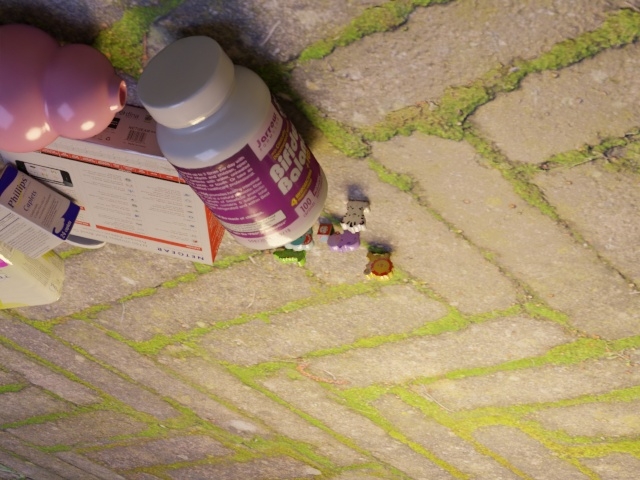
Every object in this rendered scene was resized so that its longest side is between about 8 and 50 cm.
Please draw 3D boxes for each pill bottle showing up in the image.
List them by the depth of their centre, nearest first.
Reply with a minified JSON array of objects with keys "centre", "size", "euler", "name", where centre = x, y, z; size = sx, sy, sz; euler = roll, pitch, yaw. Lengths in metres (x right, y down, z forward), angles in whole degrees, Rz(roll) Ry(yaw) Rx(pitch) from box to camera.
[{"centre":[-0.120,-0.133,1.441],"size":[0.169,0.169,0.301],"euler":[-2,146,28],"name":"pill bottle"}]

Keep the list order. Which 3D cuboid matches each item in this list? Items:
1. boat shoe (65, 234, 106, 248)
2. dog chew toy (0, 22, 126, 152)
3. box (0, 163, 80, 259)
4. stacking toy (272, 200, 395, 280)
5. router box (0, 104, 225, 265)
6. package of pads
[{"centre":[-0.482,-0.036,1.864],"size":[0.229,0.080,0.076],"euler":[18,156,-2],"name":"boat shoe"},{"centre":[-0.434,-0.210,1.448],"size":[0.332,0.206,0.206],"euler":[3,148,5],"name":"dog chew toy"},{"centre":[-0.480,-0.044,1.689],"size":[0.137,0.072,0.126],"euler":[33,147,-26],"name":"box"},{"centre":[0.000,0.000,1.721],"size":[0.221,0.052,0.167],"euler":[4,147,21],"name":"stacking toy"},{"centre":[-0.330,-0.100,1.679],"size":[0.336,0.082,0.301],"euler":[13,150,5],"name":"router box"},{"centre":[-0.632,0.046,1.859],"size":[0.297,0.101,0.229],"euler":[-7,152,15],"name":"package of pads"}]
